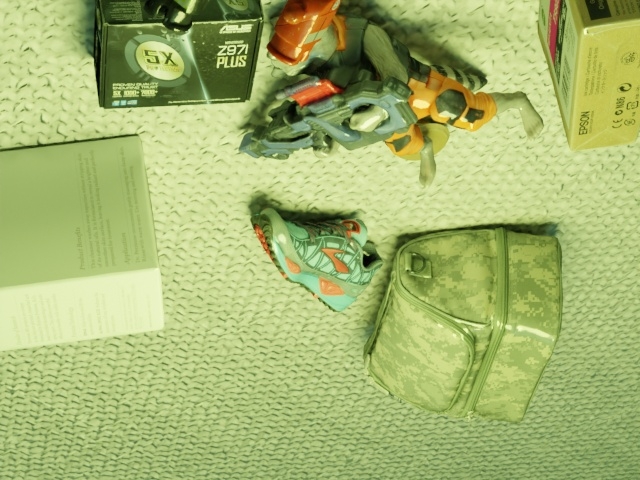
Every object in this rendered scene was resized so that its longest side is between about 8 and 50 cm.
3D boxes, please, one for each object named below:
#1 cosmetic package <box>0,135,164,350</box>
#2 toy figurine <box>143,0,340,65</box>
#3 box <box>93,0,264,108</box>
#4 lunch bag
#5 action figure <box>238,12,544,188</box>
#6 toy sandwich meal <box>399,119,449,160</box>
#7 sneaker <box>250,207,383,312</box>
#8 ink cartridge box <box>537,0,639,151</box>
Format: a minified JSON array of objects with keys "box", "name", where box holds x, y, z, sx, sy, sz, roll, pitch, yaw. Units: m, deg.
[{"box":[-0.397,0.013,1.928,0.385,0.217,0.156,-7,147,-6],"name":"cosmetic package"},{"box":[-0.076,-0.299,1.557,0.213,0.209,0.148,14,123,-26],"name":"toy figurine"},{"box":[-0.164,-0.227,1.757,0.180,0.077,0.147,-3,146,-13],"name":"box"},{"box":[0.208,0.127,2.328,0.256,0.212,0.305,9,145,-3],"name":"lunch bag"},{"box":[0.053,-0.179,1.887,0.330,0.178,0.341,26,159,-36],"name":"action figure"},{"box":[0.129,-0.137,2.044,0.086,0.029,0.085,-13,149,-8],"name":"toy sandwich meal"},{"box":[0.000,0.000,2.174,0.125,0.104,0.262,-40,146,9],"name":"sneaker"},{"box":[0.314,-0.247,1.776,0.088,0.193,0.234,-9,147,-1],"name":"ink cartridge box"}]
